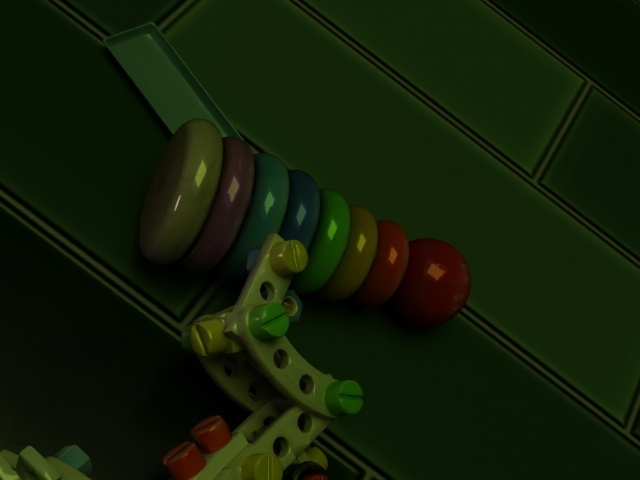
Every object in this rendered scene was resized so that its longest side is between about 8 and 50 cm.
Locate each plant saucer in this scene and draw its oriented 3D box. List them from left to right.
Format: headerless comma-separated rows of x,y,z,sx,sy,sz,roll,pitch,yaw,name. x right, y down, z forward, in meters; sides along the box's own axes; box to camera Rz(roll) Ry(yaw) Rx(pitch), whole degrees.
-0.149,-0.144,1.050,0.067,0.018,0.192,-30,79,-35,plant saucer

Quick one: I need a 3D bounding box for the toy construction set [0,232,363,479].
-0.099,0.160,0.811,0.328,0.151,0.215,-34,104,-28,toy construction set

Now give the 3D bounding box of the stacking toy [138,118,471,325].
0.000,0.000,0.977,0.330,0.141,0.141,19,55,-22,stacking toy
